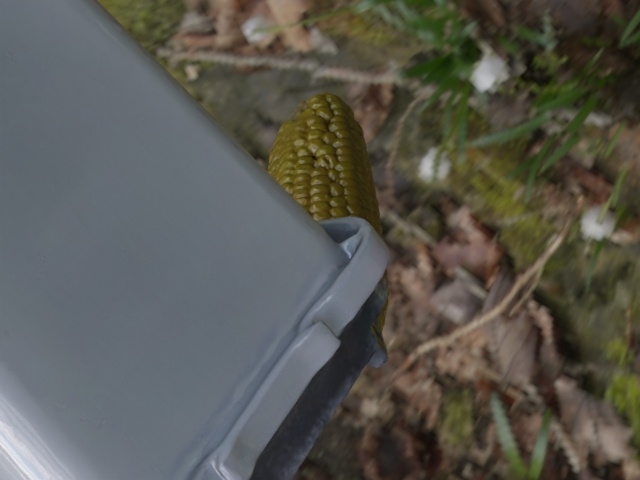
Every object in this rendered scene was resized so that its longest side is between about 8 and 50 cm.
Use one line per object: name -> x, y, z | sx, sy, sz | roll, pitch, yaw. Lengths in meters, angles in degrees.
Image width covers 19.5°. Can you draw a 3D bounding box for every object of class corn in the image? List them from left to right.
corn -> 0.000, 0.000, 1.396 | 0.097, 0.261, 0.097 | -2, 142, -1

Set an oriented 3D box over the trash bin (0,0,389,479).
trash bin -> -0.181, 0.014, 0.915 | 0.256, 0.296, 0.367 | -4, 132, 50
